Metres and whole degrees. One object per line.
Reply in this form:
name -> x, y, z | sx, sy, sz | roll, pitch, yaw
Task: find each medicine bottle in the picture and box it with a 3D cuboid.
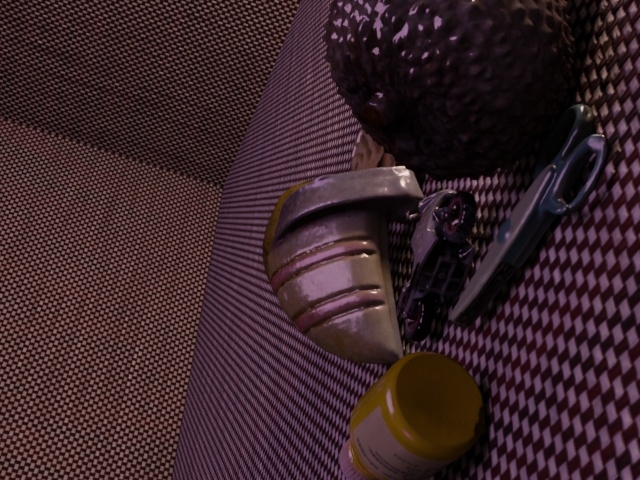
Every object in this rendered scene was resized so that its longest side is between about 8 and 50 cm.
medicine bottle -> 0.091, 0.224, 1.023 | 0.212, 0.122, 0.122 | 123, 159, -51

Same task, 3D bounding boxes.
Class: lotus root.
lotus root -> 0.120, -0.141, 1.466 | 0.260, 0.074, 0.170 | -122, 52, -69

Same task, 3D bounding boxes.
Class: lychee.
lychee -> 0.151, -0.216, 0.991 | 0.300, 0.300, 0.300 | -163, 90, -77

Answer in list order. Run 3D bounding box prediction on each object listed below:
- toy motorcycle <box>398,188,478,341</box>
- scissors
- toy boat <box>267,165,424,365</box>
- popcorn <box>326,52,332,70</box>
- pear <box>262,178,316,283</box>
toy motorcycle -> 0.144, 0.023, 1.152 | 0.122, 0.080, 0.215 | -100, 26, -62
scissors -> 0.220, -0.011, 0.962 | 0.138, 0.041, 0.289 | -91, 26, -56
toy boat -> 0.019, 0.028, 1.323 | 0.276, 0.111, 0.293 | 2, 72, 38
popcorn -> 0.109, -0.321, 1.504 | 0.187, 0.185, 0.167 | -58, 5, -18
pear -> 0.000, 0.000, 1.519 | 0.211, 0.188, 0.228 | -154, 84, -74
